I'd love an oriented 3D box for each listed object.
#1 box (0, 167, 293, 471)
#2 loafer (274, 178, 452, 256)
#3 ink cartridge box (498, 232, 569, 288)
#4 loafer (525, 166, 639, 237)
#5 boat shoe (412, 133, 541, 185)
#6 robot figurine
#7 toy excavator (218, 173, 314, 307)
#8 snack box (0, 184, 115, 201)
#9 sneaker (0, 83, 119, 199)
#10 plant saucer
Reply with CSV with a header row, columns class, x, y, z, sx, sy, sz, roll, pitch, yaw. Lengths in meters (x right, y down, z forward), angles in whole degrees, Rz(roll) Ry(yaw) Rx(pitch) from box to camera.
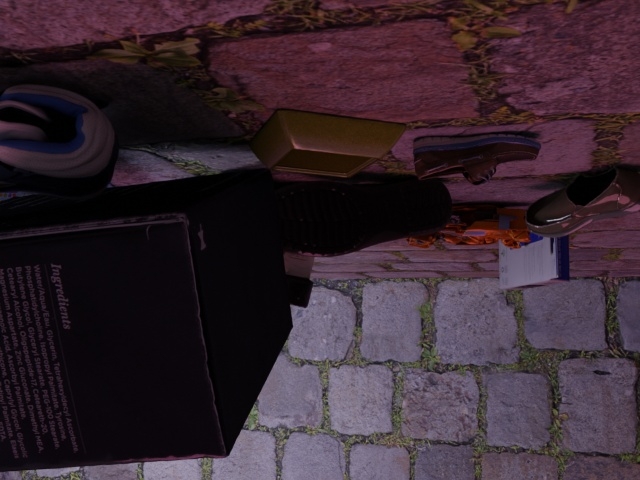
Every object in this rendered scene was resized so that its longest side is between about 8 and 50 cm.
class,x,y,z,sx,sy,sz,roll,pitch,yaw
box,-0.319,0.083,1.009,0.471,0.298,0.480,-7,-170,9
loafer,0.056,-0.039,1.298,0.365,0.134,0.130,-3,178,-16
ink cartridge box,0.489,0.020,1.600,0.065,0.166,0.333,2,173,-5
loafer,0.457,-0.078,1.258,0.087,0.095,0.251,32,149,-23
boat shoe,0.228,-0.115,1.037,0.183,0.066,0.066,-1,172,16
robot figurine,0.307,-0.030,1.561,0.290,0.085,0.211,0,171,6
toy excavator,-0.155,-0.003,1.517,0.432,0.223,0.445,12,179,-40
snack box,-0.501,-0.087,1.349,0.174,0.070,0.207,1,174,5
sneaker,-0.411,-0.131,0.858,0.322,0.130,0.236,5,166,-12
plant saucer,0.004,-0.132,1.033,0.188,0.045,0.188,4,172,-18
